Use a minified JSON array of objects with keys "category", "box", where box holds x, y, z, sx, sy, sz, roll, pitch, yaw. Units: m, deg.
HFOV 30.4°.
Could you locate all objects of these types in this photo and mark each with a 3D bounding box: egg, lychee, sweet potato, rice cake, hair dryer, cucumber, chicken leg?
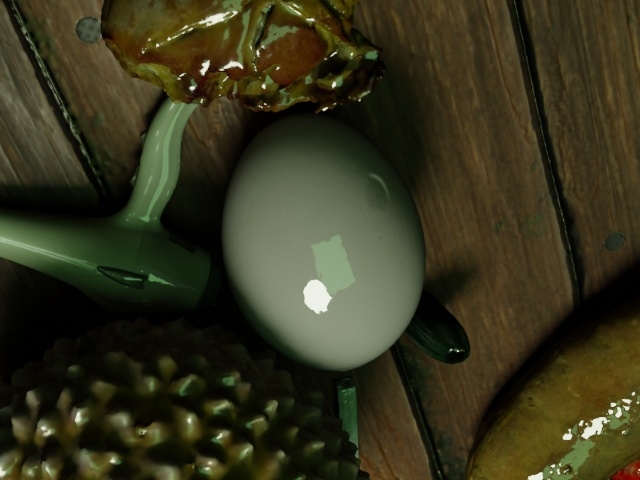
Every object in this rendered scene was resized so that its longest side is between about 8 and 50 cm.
[{"category":"egg","box":[0.000,0.000,1.017,0.176,0.176,0.232,-20,119,-3]},{"category":"lychee","box":[-0.131,0.266,1.027,0.380,0.380,0.432,-17,125,-5]},{"category":"sweet potato","box":[0.267,0.187,1.237,0.369,0.158,0.158,-39,124,18]},{"category":"rice cake","box":[0.028,0.197,1.243,0.022,0.021,0.121,-7,121,-6]},{"category":"hair dryer","box":[-0.198,-0.037,1.008,0.219,0.088,0.225,-5,109,-9]},{"category":"cucumber","box":[0.114,0.090,1.154,0.048,0.105,0.048,-11,119,-21]},{"category":"chicken leg","box":[0.004,-0.213,0.906,0.361,0.140,0.211,-25,117,4]}]

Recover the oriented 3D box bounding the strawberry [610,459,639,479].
[{"category":"strawberry","box":[0.387,0.250,1.330,0.131,0.131,0.148,-4,93,-14]}]
